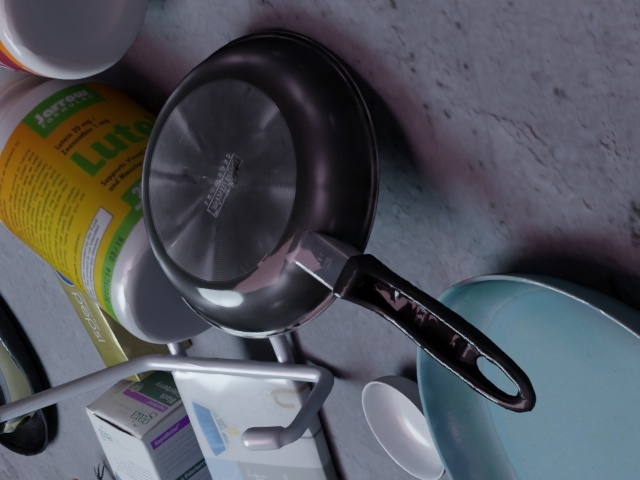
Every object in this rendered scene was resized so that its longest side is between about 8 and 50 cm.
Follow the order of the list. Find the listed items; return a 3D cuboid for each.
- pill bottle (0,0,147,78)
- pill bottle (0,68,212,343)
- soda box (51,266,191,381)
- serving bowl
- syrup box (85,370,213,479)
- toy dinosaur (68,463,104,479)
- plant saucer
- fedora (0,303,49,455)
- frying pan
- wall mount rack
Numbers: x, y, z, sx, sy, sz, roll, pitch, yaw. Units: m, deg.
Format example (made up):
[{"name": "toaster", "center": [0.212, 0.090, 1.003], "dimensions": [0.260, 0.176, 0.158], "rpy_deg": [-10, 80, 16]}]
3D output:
[{"name": "pill bottle", "center": [-0.228, -0.185, 1.223], "dimensions": [0.221, 0.121, 0.121], "rpy_deg": [15, 133, 52]}, {"name": "pill bottle", "center": [-0.166, -0.040, 1.264], "dimensions": [0.246, 0.136, 0.136], "rpy_deg": [36, 147, 34]}, {"name": "soda box", "center": [-0.186, 0.031, 1.458], "dimensions": [0.058, 0.061, 0.181], "rpy_deg": [-2, 118, 58]}, {"name": "serving bowl", "center": [0.067, 0.128, 1.190], "dimensions": [0.083, 0.027, 0.083], "rpy_deg": [39, 149, 29]}, {"name": "syrup box", "center": [-0.113, 0.229, 1.520], "dimensions": [0.093, 0.096, 0.237], "rpy_deg": [17, 133, 49]}, {"name": "toy dinosaur", "center": [-0.237, 0.286, 1.814], "dimensions": [0.082, 0.090, 0.047], "rpy_deg": [15, 172, -16]}, {"name": "plant saucer", "center": [0.182, 0.148, 1.009], "dimensions": [0.317, 0.044, 0.317], "rpy_deg": [38, 148, 29]}, {"name": "fedora", "center": [-0.449, 0.149, 1.918], "dimensions": [0.334, 0.152, 0.334], "rpy_deg": [39, 148, 30]}, {"name": "frying pan", "center": [-0.020, 0.016, 1.046], "dimensions": [0.197, 0.053, 0.326], "rpy_deg": [-43, 61, 30]}, {"name": "wall mount rack", "center": [-0.111, 0.202, 1.369], "dimensions": [0.304, 0.130, 0.350], "rpy_deg": [1, 124, 28]}]
